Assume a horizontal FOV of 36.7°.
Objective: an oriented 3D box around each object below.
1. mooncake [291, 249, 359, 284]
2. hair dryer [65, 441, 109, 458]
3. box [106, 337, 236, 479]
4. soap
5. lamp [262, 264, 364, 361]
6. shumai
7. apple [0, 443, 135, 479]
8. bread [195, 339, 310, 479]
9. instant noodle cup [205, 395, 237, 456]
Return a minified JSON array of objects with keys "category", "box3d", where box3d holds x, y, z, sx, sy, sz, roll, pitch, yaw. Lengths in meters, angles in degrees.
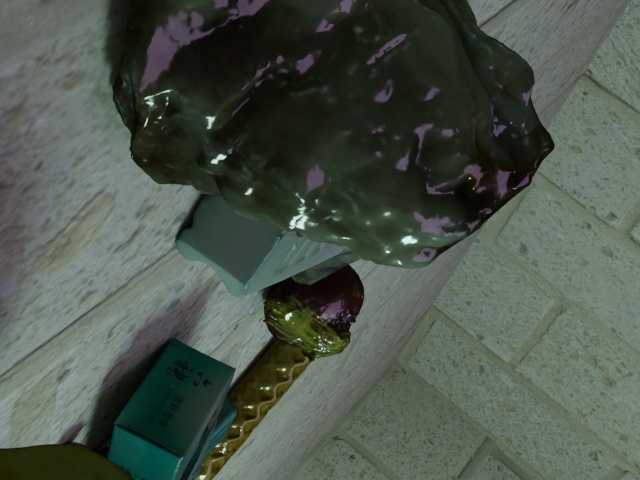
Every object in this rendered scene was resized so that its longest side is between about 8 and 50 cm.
[{"category":"mooncake","box3d":[0.000,0.000,1.281,0.125,0.073,0.130,-25,155,0]},{"category":"hair dryer","box3d":[-0.305,0.309,1.199,0.173,0.050,0.195,-52,170,11]},{"category":"box","box3d":[-0.198,0.260,1.202,0.153,0.092,0.245,-61,174,-46]},{"category":"soap","box3d":[-0.022,-0.045,1.057,0.173,0.095,0.289,-55,167,21]},{"category":"lamp","box3d":[-0.004,0.103,1.416,0.157,0.135,0.156,-33,158,-11]},{"category":"shumai","box3d":[0.038,-0.112,0.701,0.309,0.263,0.304,-50,169,-3]},{"category":"apple","box3d":[-0.261,0.299,0.692,0.338,0.338,0.305,77,14,-74]},{"category":"bread","box3d":[-0.114,0.273,1.670,0.367,0.084,0.077,-48,127,-7]},{"category":"instant noodle cup","box3d":[-0.199,0.299,1.475,0.179,0.070,0.157,-43,167,-35]}]
